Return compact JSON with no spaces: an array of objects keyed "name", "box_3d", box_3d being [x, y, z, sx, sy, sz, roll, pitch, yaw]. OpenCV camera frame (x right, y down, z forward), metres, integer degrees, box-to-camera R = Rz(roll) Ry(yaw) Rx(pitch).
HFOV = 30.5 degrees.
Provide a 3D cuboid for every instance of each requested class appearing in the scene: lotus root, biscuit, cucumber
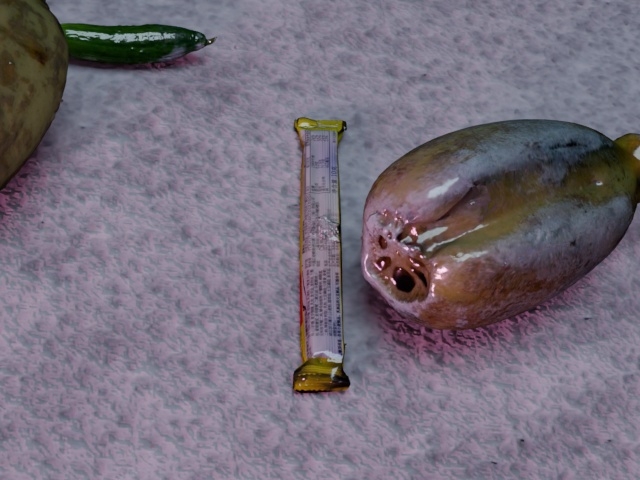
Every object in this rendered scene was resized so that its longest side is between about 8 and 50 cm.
[{"name":"lotus root","box_3d":[0.172,-0.025,0.996,0.322,0.140,0.158,-19,77,-34]},{"name":"lotus root","box_3d":[-0.312,-0.100,0.906,0.173,0.173,0.309,23,50,2]},{"name":"biscuit","box_3d":[0.000,0.000,0.997,0.048,0.026,0.292,6,51,-7]},{"name":"cucumber","box_3d":[-0.172,-0.180,1.080,0.155,0.037,0.037,-2,54,-15]}]
